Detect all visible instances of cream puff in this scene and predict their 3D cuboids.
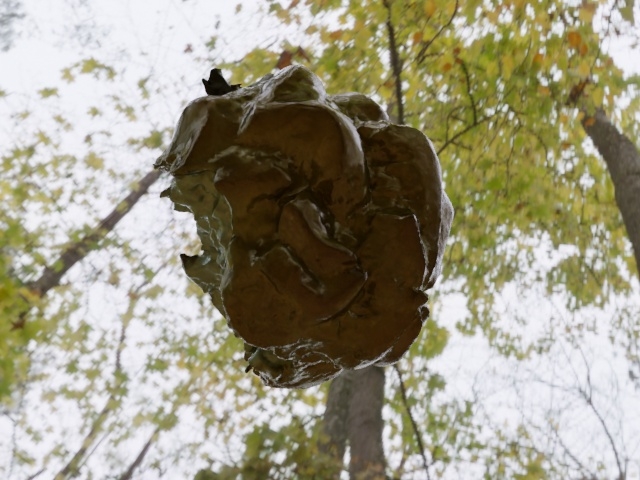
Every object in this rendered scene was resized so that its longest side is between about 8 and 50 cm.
[{"bbox_3d":[0.001,0.001,0.435,0.121,0.156,0.156,-25,-70,-13],"label":"cream puff"}]
